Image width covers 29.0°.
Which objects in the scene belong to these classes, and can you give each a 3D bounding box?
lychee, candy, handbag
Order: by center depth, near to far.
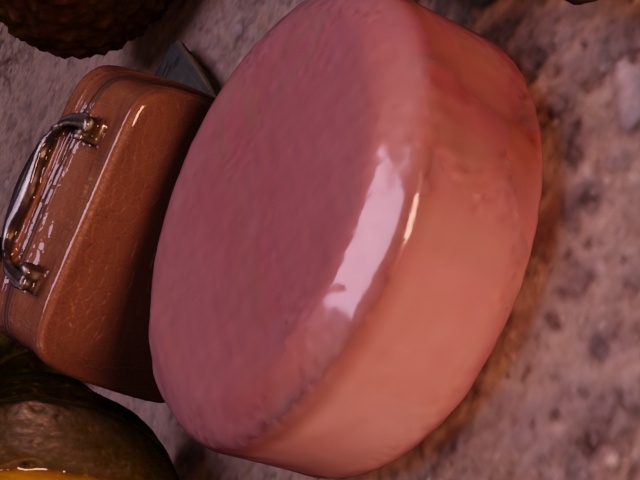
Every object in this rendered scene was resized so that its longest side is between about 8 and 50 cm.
[{"bbox_3d":[0.000,0.000,0.625,0.255,0.094,0.255,-37,42,44],"label":"candy"},{"bbox_3d":[-0.115,-0.004,0.762,0.072,0.151,0.193,26,95,43],"label":"handbag"},{"bbox_3d":[-0.210,-0.245,1.037,0.238,0.200,0.200,-19,53,27],"label":"lychee"}]

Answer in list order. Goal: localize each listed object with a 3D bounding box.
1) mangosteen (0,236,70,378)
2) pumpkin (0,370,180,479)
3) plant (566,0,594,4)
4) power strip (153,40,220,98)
[{"bbox_3d":[-0.264,0.078,0.973,0.156,0.146,0.181,-56,31,18],"label":"mangosteen"},{"bbox_3d":[-0.210,0.231,0.704,0.139,0.222,0.317,37,105,59],"label":"pumpkin"},{"bbox_3d":[0.048,-0.223,0.569,0.320,0.194,0.181,11,63,56],"label":"plant"},{"bbox_3d":[-0.144,-0.046,0.934,0.198,0.064,0.213,-63,30,15],"label":"power strip"}]
